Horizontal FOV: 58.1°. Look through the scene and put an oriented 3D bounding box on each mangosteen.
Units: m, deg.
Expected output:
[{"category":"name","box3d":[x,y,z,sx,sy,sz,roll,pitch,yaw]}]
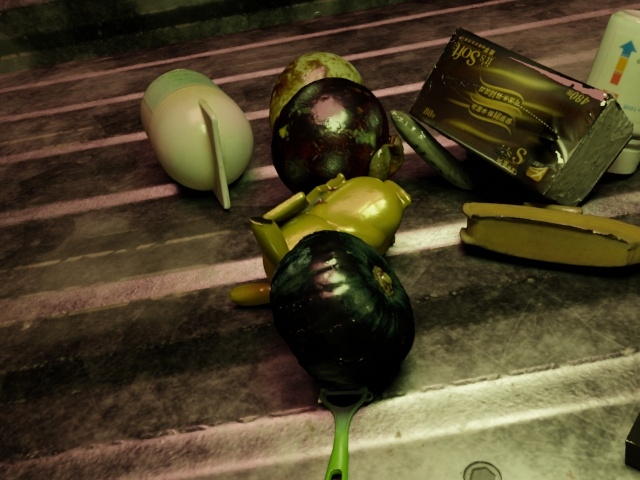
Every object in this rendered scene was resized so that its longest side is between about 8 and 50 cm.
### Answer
[{"category":"mangosteen","box3d":[0.036,-0.198,1.218,0.287,0.288,0.288,-7,34,5]}]

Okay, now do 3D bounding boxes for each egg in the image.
[{"category":"egg","box3d":[-0.013,-0.332,1.447,0.238,0.238,0.289,17,65,34]}]

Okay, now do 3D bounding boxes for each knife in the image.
[{"category":"knife","box3d":[0.029,0.257,0.757,0.078,0.023,0.166,-10,32,13]}]

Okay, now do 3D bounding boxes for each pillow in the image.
[{"category":"pillow","box3d":[0.235,-0.195,1.243,0.051,0.241,0.093,-49,6,3]}]

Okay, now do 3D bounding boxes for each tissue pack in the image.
[{"category":"tissue pack","box3d":[0.380,-0.242,1.133,0.198,0.210,0.370,8,26,-47]}]

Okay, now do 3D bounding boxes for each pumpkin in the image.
[{"category":"pumpkin","box3d":[0.032,0.096,0.816,0.163,0.233,0.233,-30,30,18]}]

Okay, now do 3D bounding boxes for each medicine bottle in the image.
[{"category":"medicine bottle","box3d":[0.608,-0.288,1.137,0.170,0.293,0.170,7,31,-4]},{"category":"medicine bottle","box3d":[-0.293,-0.256,1.404,0.235,0.236,0.406,-21,35,-15]}]

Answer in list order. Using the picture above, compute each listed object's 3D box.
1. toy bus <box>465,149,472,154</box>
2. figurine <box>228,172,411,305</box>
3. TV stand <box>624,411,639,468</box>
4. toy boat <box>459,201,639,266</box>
[{"category":"toy bus","box3d":[0.417,-0.325,1.440,0.135,0.109,0.330,6,37,6]},{"category":"figurine","box3d":[0.006,-0.004,0.998,0.169,0.218,0.326,40,59,21]},{"category":"TV stand","box3d":[0.454,0.186,0.728,0.049,0.040,0.256,14,41,43]},{"category":"toy boat","box3d":[0.402,-0.015,1.001,0.321,0.089,0.121,9,23,25]}]
